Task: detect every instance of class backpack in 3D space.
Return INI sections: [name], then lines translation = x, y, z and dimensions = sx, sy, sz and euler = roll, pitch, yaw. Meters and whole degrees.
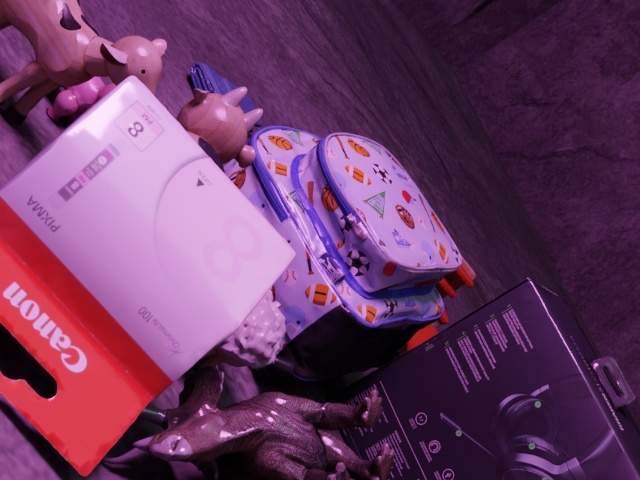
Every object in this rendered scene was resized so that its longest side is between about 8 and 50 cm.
[backpack]
translation = 0.000, 0.000, 1.346
dimensions = 0.263, 0.213, 0.276
euler = 50, 17, 19

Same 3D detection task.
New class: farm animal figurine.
[farm animal figurine]
translation = -0.144, -0.080, 1.114
dimensions = 0.330, 0.172, 0.327
euler = 42, 22, -41

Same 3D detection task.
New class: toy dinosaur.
[toy dinosaur]
translation = -0.029, 0.183, 1.025
dimensions = 0.313, 0.160, 0.121
euler = 58, 45, -54

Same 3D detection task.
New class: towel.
[towel]
translation = -0.123, -0.180, 1.615
dimensions = 0.119, 0.029, 0.067
euler = 27, 33, -58

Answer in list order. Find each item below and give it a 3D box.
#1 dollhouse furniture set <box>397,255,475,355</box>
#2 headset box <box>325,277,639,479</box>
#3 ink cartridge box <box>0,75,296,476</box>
[dollhouse furniture set]
translation = 0.130, 0.110, 1.603
dimensions = 0.262, 0.135, 0.259
euler = 50, 18, -20
[headset box]
translation = 0.192, 0.210, 1.335
dimensions = 0.131, 0.283, 0.246
euler = 25, 35, -60
[ink cartridge box]
translation = -0.147, 0.019, 0.906
dimensions = 0.189, 0.066, 0.232
euler = 48, 47, -12
